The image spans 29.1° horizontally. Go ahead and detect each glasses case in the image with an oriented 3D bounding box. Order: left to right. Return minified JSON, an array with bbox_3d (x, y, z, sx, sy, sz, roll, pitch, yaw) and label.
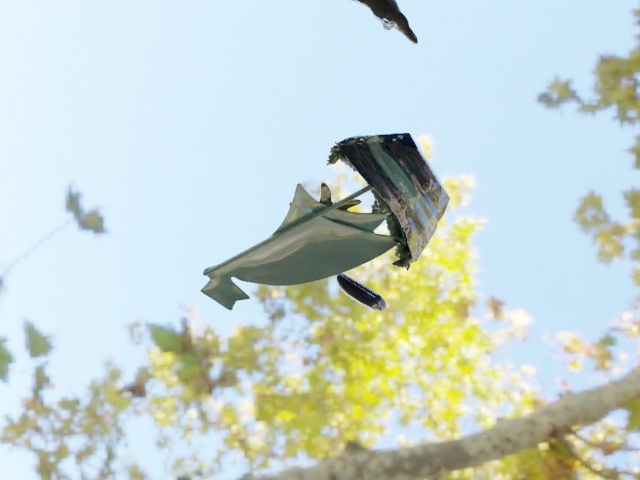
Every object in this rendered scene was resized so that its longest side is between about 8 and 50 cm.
[{"bbox_3d":[0.053,0.073,1.712,0.083,0.033,0.023,30,-101,30],"label":"glasses case"}]

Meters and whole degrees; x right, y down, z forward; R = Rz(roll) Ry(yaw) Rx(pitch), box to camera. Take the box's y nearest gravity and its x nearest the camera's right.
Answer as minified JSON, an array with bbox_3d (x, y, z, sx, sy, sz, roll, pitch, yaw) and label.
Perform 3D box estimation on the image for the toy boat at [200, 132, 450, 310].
[{"bbox_3d":[0.000,0.000,1.350,0.291,0.220,0.067,-31,-132,7],"label":"toy boat"}]

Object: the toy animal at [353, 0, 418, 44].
[{"bbox_3d":[-0.010,-0.422,1.751,0.081,0.367,0.206,-47,-156,-3],"label":"toy animal"}]
